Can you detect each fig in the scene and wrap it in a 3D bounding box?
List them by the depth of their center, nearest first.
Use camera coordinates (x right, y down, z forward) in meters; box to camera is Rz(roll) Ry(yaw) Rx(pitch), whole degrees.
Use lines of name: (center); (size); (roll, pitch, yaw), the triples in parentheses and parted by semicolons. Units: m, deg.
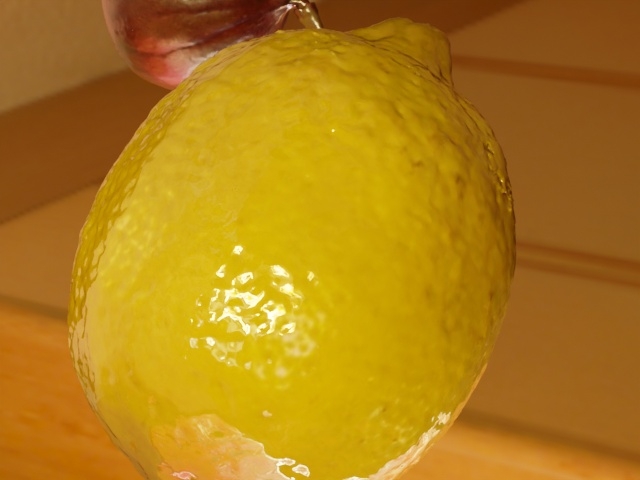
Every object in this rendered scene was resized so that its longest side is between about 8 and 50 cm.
fig: (-0.091, -0.249, 1.874); (0.186, 0.250, 0.203); (48, -126, -45)

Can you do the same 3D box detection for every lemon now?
lemon: (-0.012, 0.013, 1.073); (0.245, 0.245, 0.319); (46, -113, -50)
